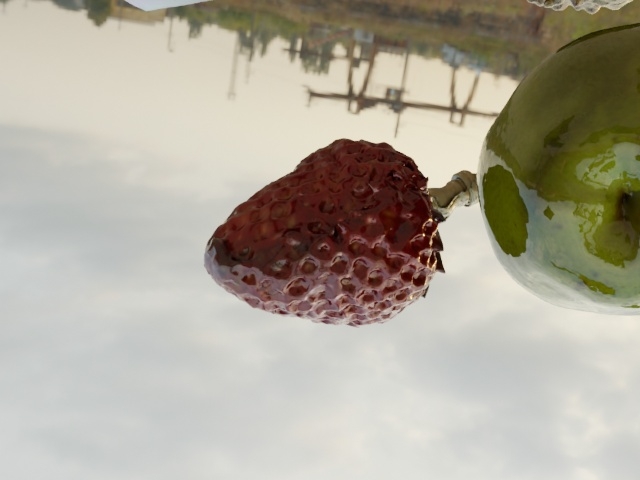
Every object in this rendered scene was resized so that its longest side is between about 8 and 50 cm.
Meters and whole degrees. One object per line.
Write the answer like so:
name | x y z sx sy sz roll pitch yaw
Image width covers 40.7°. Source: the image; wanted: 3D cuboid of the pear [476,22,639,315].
pear | 0.289 -0.064 0.810 0.294 0.294 0.294 9 -166 -2

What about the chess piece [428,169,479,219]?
chess piece | 0.194 -0.069 1.115 0.172 0.060 0.060 -27 -152 -19

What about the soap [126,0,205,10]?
soap | -0.122 -0.363 0.722 0.109 0.324 0.193 1 171 30

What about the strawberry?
strawberry | 0.000 0.000 0.892 0.244 0.205 0.205 -10 -158 -27

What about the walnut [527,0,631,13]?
walnut | 0.289 -0.323 0.975 0.170 0.143 0.069 11 -139 12
